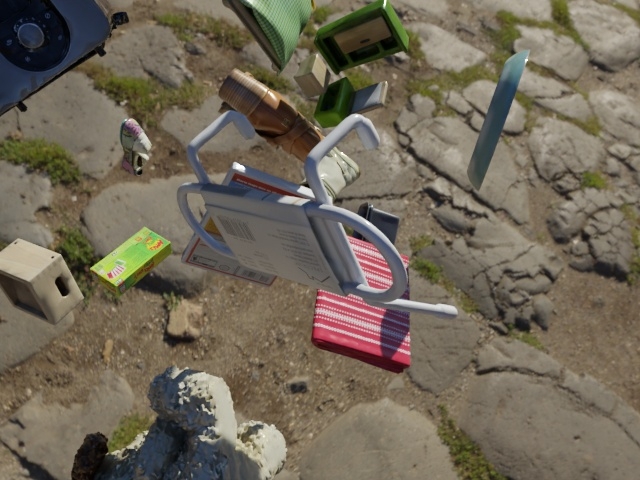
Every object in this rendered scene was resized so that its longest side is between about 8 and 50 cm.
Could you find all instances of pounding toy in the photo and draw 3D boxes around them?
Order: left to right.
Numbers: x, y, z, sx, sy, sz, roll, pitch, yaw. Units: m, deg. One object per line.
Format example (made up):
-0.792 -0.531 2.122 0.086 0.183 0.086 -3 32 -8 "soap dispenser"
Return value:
-0.491 0.071 1.030 0.130 0.141 0.100 16 47 25 "pounding toy"

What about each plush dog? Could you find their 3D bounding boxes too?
-0.192 0.316 0.760 0.225 0.262 0.210 -17 44 18 "plush dog"

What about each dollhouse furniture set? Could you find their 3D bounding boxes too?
0.006 -0.364 0.964 0.301 0.151 0.197 47 45 -41 "dollhouse furniture set"

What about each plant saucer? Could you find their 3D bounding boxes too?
0.384 -0.265 1.287 0.044 0.317 0.317 20 53 12 "plant saucer"

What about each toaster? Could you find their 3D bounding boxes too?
-0.243 -0.156 0.429 0.168 0.110 0.185 -34 29 0 "toaster"

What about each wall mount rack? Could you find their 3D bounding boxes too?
0.000 0.000 0.673 0.350 0.304 0.130 14 50 44 "wall mount rack"

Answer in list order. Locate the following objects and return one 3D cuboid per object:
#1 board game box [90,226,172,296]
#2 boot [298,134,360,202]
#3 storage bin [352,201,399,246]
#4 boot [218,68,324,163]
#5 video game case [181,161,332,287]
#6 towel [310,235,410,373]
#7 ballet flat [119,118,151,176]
-0.470 0.050 1.459 0.092 0.043 0.181 28 50 20 "board game box"
-0.015 -0.198 1.584 0.213 0.077 0.165 37 52 7 "boot"
0.130 -0.012 1.405 0.091 0.098 0.135 15 83 -12 "storage bin"
-0.092 -0.248 1.195 0.220 0.283 0.109 36 88 -8 "boot"
-0.133 -0.018 1.158 0.204 0.285 0.025 19 43 -22 "video game case"
0.084 0.113 1.141 0.199 0.031 0.275 19 48 -13 "towel"
-0.521 -0.257 1.652 0.079 0.221 0.077 31 56 0 "ballet flat"
